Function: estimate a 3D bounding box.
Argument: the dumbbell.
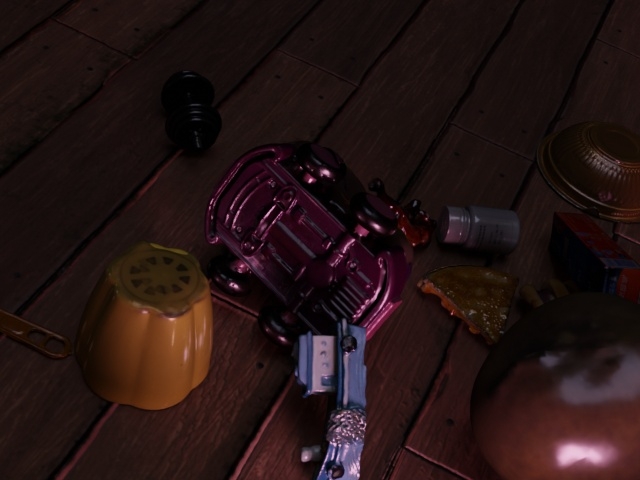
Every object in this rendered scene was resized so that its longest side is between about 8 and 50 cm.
[{"bbox_3d":[-0.228,-0.227,1.825,0.099,0.099,0.208,0,46,-19],"label":"dumbbell"}]

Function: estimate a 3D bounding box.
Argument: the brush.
[{"bbox_3d":[-0.493,0.094,1.475,0.314,0.017,0.090,25,44,5],"label":"brush"}]

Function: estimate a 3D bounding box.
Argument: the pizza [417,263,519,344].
[{"bbox_3d":[0.269,0.107,1.707,0.185,0.036,0.176,-8,51,-28],"label":"pizza"}]

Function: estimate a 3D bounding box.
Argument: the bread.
[{"bbox_3d":[0.448,0.118,1.722,0.225,0.081,0.134,1,47,-17],"label":"bread"}]

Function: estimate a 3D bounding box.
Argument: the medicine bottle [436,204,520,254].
[{"bbox_3d":[0.273,-0.020,1.802,0.130,0.080,0.080,7,45,-11],"label":"medicine bottle"}]

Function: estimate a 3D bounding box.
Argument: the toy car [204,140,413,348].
[{"bbox_3d":[0.000,0.000,1.593,0.340,0.271,0.240,46,22,16],"label":"toy car"}]

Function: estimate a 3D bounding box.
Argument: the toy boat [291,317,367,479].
[{"bbox_3d":[0.008,0.226,1.416,0.098,0.109,0.237,3,78,-8],"label":"toy boat"}]

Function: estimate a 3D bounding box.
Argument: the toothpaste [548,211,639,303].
[{"bbox_3d":[0.446,0.030,1.710,0.066,0.076,0.320,4,17,-2],"label":"toothpaste"}]

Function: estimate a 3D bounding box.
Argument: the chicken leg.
[{"bbox_3d":[0.136,-0.038,1.730,0.219,0.048,0.089,21,57,-55],"label":"chicken leg"}]

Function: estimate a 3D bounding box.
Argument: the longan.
[{"bbox_3d":[0.366,0.225,1.438,0.319,0.319,0.319,10,44,-10],"label":"longan"}]

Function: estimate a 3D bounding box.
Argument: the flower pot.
[{"bbox_3d":[-0.233,0.107,1.433,0.195,0.179,0.195,11,46,-11],"label":"flower pot"}]

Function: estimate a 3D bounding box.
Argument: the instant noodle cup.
[{"bbox_3d":[0.567,-0.158,2.033,0.274,0.090,0.274,10,44,-10],"label":"instant noodle cup"}]
